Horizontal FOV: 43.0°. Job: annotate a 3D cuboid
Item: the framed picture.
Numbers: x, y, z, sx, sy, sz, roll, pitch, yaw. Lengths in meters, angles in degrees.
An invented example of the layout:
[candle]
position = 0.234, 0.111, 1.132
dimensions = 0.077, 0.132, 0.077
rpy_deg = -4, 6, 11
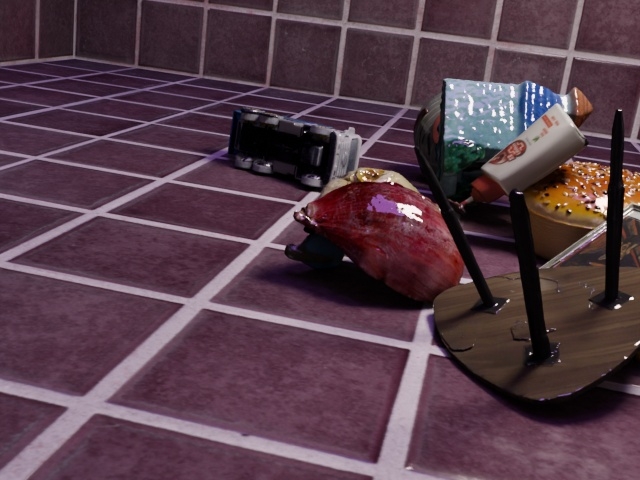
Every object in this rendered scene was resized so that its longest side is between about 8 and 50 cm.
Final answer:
[framed picture]
position = 0.482, 0.034, 1.293
dimensions = 0.273, 0.016, 0.216
rpy_deg = -32, 31, -16

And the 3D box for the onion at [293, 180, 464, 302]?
[onion]
position = 0.100, -0.023, 1.250
dimensions = 0.283, 0.120, 0.227
rpy_deg = 18, 25, -16

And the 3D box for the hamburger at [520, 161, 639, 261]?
[hamburger]
position = 0.522, -0.053, 1.552
dimensions = 0.300, 0.176, 0.300
rpy_deg = 6, 19, -2

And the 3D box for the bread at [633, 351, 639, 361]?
[bread]
position = 0.417, 0.116, 1.112
dimensions = 0.177, 0.084, 0.119
rpy_deg = 8, 19, 1

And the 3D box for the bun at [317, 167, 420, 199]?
[bun]
position = 0.100, -0.078, 1.543
dimensions = 0.222, 0.128, 0.222
rpy_deg = 8, 19, -3

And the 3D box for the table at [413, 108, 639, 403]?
[table]
position = 0.261, 0.006, 0.996
dimensions = 0.317, 0.249, 0.317
rpy_deg = -13, 23, 6

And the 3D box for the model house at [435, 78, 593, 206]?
[model house]
position = 0.416, -0.203, 1.757
dimensions = 0.329, 0.252, 0.295
rpy_deg = -2, -24, 5

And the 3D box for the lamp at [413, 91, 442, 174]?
[lamp]
position = 0.353, -0.258, 2.046
dimensions = 0.233, 0.265, 0.233
rpy_deg = -16, 44, 16

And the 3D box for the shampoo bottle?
[shampoo bottle]
position = 0.362, -0.138, 1.545
dimensions = 0.071, 0.284, 0.153
rpy_deg = 48, 17, -20

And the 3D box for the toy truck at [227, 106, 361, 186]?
[toy truck]
position = -0.072, -0.227, 1.928
dimensions = 0.367, 0.146, 0.175
rpy_deg = 20, 17, 37

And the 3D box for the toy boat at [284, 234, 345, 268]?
[toy boat]
position = 0.000, 0.000, 1.333
dimensions = 0.077, 0.075, 0.185
rpy_deg = 13, 23, 10
